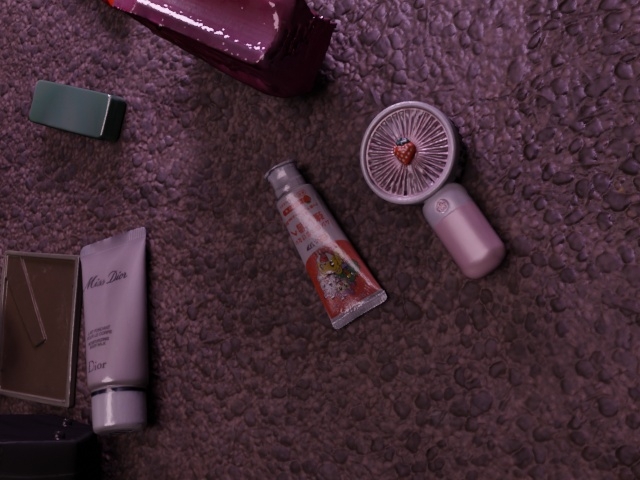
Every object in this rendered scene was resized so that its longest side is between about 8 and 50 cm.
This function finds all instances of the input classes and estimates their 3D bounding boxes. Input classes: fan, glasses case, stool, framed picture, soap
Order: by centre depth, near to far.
[{"bbox_3d":[0.145,-0.062,0.968,0.130,0.074,0.244,-40,69,21],"label":"fan"},{"bbox_3d":[-0.144,-0.311,1.068,0.325,0.220,0.127,30,94,21],"label":"soap"},{"bbox_3d":[-0.463,0.347,1.204,0.232,0.232,0.141,3,86,30],"label":"stool"},{"bbox_3d":[-0.413,-0.219,1.318,0.184,0.039,0.077,16,94,30],"label":"glasses case"},{"bbox_3d":[-0.488,0.148,1.341,0.189,0.023,0.260,1,87,30],"label":"framed picture"}]

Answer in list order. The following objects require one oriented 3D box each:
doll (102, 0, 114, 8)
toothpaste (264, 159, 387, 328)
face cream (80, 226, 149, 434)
[{"bbox_3d":[-0.378,-0.458,1.307,0.169,0.057,0.109,25,100,28],"label":"doll"},{"bbox_3d":[0.000,0.000,1.064,0.089,0.057,0.234,-34,78,22],"label":"toothpaste"},{"bbox_3d":[-0.318,0.142,1.221,0.143,0.089,0.314,-18,67,27],"label":"face cream"}]
